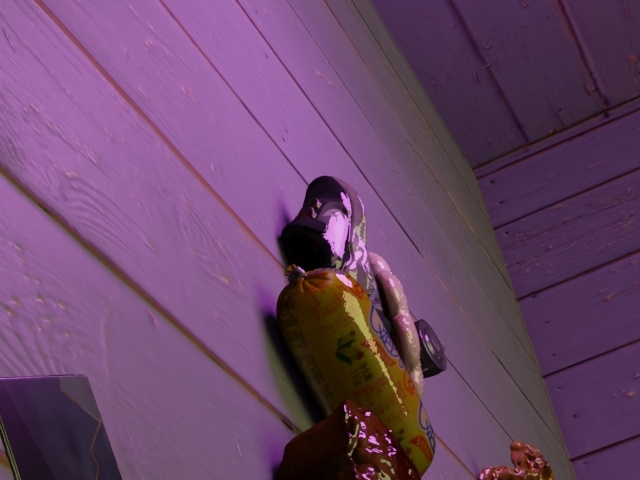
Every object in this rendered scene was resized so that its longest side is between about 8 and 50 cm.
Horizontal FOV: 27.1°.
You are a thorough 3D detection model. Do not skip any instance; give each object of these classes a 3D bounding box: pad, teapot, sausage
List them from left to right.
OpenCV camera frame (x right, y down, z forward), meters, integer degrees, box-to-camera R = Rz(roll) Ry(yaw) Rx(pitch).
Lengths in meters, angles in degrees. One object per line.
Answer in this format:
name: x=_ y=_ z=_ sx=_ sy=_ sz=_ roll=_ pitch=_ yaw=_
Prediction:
pad: x=-0.175 y=0.215 z=1.003 sx=0.243 sy=0.004 sz=0.163 roll=69 pitch=13 yaw=10
sausage: x=0.048 y=0.179 z=1.672 sx=0.347 sy=0.123 sz=0.123 roll=63 pitch=14 yaw=-15
teapot: x=0.154 y=0.191 z=2.140 sx=0.124 sy=0.090 sz=0.092 roll=44 pitch=26 yaw=-46

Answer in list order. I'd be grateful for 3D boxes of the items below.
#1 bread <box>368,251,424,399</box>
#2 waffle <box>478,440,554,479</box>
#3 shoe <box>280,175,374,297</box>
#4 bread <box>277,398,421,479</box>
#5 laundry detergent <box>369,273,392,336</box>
bread: x=0.111 y=0.136 z=2.017 sx=0.182 sy=0.039 sz=0.251 roll=109 pitch=-33 yaw=-64
waffle: x=0.368 y=0.508 z=2.338 sx=0.261 sy=0.151 sz=0.324 roll=64 pitch=14 yaw=2
shoe: x=0.000 y=0.000 z=1.840 sx=0.112 sy=0.099 sz=0.228 roll=13 pitch=51 yaw=-36
bread: x=0.055 y=0.297 z=1.475 sx=0.247 sy=0.135 sz=0.232 roll=56 pitch=17 yaw=-38
laundry detergent: x=0.060 y=0.101 z=1.950 sx=0.144 sy=0.078 sz=0.222 roll=50 pitch=20 yaw=-73
